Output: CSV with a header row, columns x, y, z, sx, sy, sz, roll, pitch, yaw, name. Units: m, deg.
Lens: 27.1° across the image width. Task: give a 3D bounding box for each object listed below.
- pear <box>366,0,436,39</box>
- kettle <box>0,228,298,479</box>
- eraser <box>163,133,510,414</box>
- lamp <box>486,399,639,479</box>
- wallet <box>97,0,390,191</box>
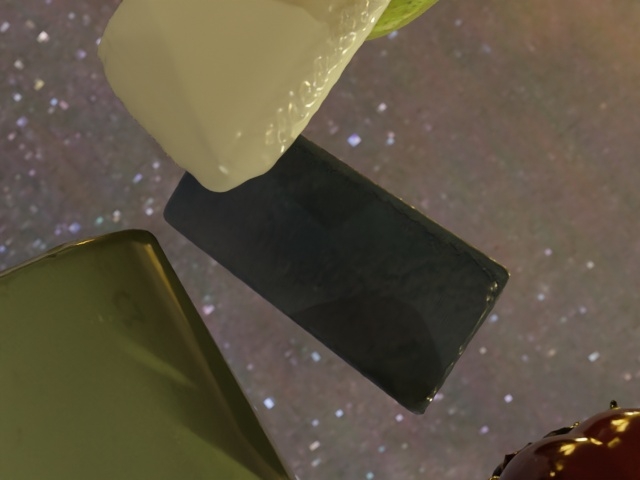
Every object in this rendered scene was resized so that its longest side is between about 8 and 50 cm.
x,y,z,sx,sy,sz,roll,pitch,yaw,name
0.088,-0.361,1.457,0.342,0.318,0.238,-37,-75,-36,pear
-0.072,0.178,0.464,0.318,0.205,0.265,59,179,5,kettle
0.000,0.000,0.676,0.225,0.082,0.036,35,-174,36,eraser
0.167,0.198,0.693,0.227,0.227,0.227,37,-151,-24,lamp
-0.023,-0.119,0.597,0.124,0.183,0.032,46,-160,30,wallet
